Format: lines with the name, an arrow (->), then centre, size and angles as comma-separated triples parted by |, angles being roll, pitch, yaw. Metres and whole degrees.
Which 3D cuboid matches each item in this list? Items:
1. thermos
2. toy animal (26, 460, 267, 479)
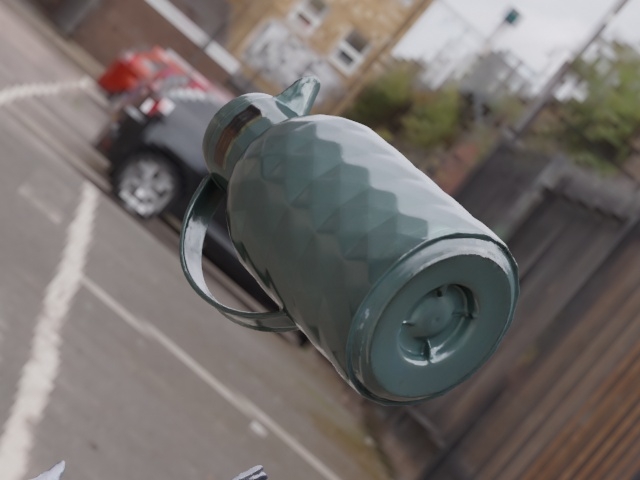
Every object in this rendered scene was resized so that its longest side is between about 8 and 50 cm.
thermos -> 0.000, 0.000, 1.344 | 0.145, 0.182, 0.286 | 41, 1, -45
toy animal -> -0.189, 0.273, 1.537 | 0.206, 0.081, 0.367 | 41, 43, -12
